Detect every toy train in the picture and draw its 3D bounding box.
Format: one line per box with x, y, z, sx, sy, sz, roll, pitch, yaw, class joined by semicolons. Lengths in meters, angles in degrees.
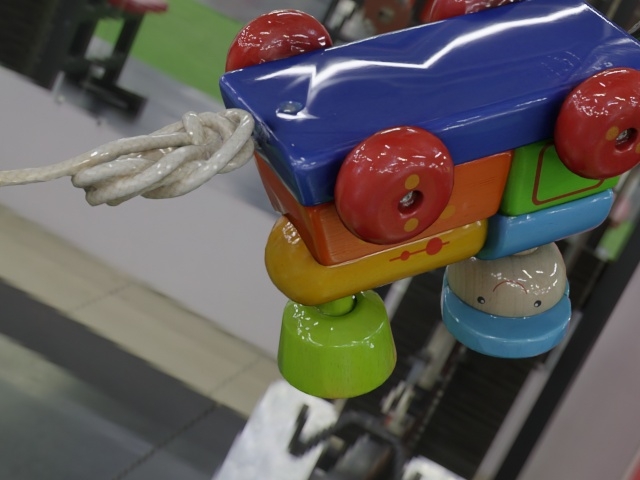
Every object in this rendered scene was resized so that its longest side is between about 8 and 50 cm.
0.000;0.000;0.526;0.248;0.143;0.105;-17;42;-23;toy train

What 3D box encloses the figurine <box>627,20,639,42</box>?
0.294;-0.112;0.747;0.215;0.209;0.092;30;45;-10;figurine
